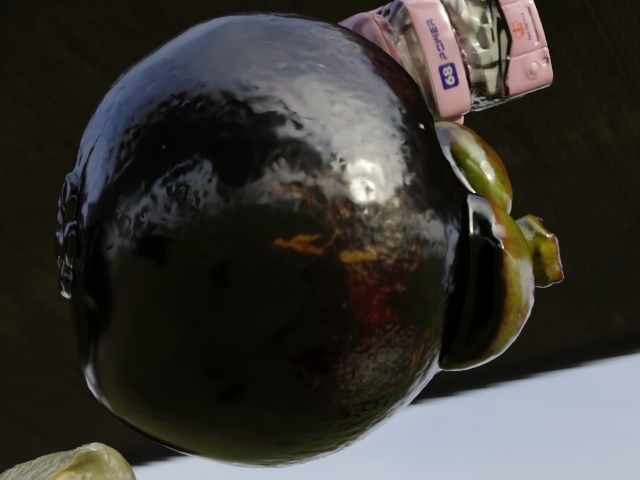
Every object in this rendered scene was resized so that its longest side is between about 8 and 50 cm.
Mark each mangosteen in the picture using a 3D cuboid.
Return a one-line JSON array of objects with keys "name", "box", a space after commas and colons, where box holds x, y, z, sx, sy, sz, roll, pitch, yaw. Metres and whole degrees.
[{"name": "mangosteen", "box": [0.000, 0.000, 0.411, 0.151, 0.137, 0.137, 5, -32, -19]}]

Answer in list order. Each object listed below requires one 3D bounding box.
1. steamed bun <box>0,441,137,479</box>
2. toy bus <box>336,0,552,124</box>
[{"name": "steamed bun", "box": [-0.214, 0.245, 0.885, 0.213, 0.231, 0.110, -7, -8, 35]}, {"name": "toy bus", "box": [0.029, -0.076, 0.670, 0.090, 0.063, 0.203, -19, 4, -20]}]
